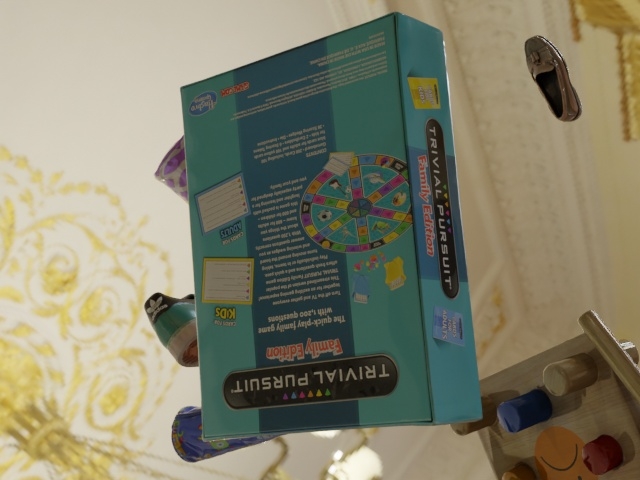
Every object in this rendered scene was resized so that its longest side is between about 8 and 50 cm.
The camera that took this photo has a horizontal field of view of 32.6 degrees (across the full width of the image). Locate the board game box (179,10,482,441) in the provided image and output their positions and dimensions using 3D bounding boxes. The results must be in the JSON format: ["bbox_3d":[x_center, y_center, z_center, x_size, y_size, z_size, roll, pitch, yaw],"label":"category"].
[{"bbox_3d":[0.000,0.000,0.967,0.079,0.254,0.336,6,-104,-51],"label":"board game box"}]

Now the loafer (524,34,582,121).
[{"bbox_3d":[0.297,-0.210,1.416,0.045,0.125,0.039,-33,-12,40],"label":"loafer"}]

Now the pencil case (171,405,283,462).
[{"bbox_3d":[-0.165,0.358,2.215,0.133,0.306,0.119,52,-148,-27],"label":"pencil case"}]

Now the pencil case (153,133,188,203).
[{"bbox_3d":[-0.109,-0.055,1.370,0.088,0.206,0.086,-55,9,-17],"label":"pencil case"}]

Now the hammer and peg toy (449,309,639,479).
[{"bbox_3d":[0.309,0.225,1.201,0.127,0.265,0.361,-13,-16,-34],"label":"hammer and peg toy"}]

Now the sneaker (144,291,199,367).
[{"bbox_3d":[-0.181,0.142,1.769,0.108,0.121,0.302,-44,-22,4],"label":"sneaker"}]
